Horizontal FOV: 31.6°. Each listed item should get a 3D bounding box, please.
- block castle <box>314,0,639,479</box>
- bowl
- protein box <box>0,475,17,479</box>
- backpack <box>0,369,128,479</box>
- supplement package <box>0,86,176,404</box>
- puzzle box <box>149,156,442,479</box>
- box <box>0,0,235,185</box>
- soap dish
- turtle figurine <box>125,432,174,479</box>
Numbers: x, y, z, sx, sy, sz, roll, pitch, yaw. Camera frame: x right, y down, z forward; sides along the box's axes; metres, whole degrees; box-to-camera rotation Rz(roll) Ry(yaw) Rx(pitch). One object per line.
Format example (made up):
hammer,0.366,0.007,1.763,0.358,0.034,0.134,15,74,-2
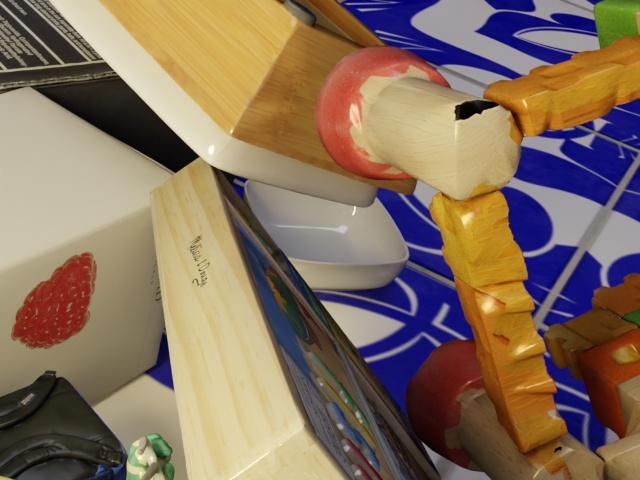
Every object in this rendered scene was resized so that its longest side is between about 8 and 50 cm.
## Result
block castle,0.250,-0.038,0.741,0.453,0.303,0.213,-22,19,-11
bowl,0.000,0.000,1.059,0.142,0.053,0.142,1,33,-22
protein box,-0.232,0.216,0.531,0.200,0.136,0.201,14,32,-2
backpack,-0.187,0.156,0.680,0.120,0.101,0.098,-19,37,-37
supplement package,-0.256,0.036,0.767,0.175,0.177,0.293,30,35,23
puzzle box,0.013,0.117,0.624,0.052,0.272,0.409,-35,22,2
box,-0.263,-0.153,1.057,0.294,0.182,0.296,-16,45,-40
soap dish,-0.063,-0.158,0.842,0.291,0.118,0.229,47,19,30
turtle figurine,-0.066,0.197,0.656,0.175,0.118,0.234,51,25,19
